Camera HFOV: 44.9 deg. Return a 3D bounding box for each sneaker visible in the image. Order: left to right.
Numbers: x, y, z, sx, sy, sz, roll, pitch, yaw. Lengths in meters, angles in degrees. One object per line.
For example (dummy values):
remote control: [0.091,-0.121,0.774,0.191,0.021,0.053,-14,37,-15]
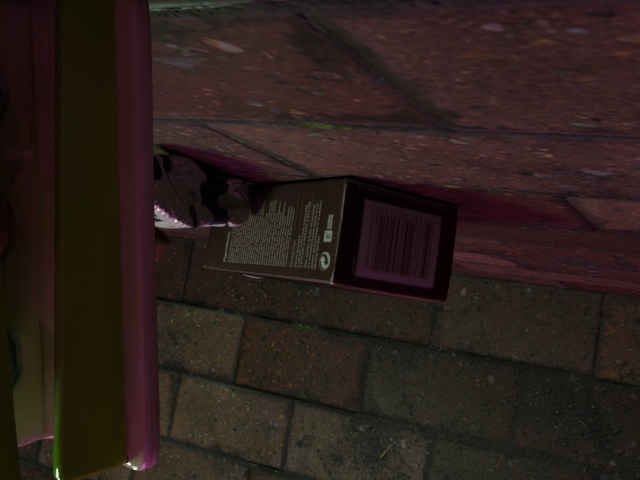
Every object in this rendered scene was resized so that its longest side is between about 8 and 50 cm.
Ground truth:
sneaker: [-0.217,-0.061,1.050,0.153,0.093,0.235,-2,-179,26]

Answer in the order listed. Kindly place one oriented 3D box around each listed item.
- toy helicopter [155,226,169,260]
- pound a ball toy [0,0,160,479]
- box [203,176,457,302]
toy helicopter: [-0.379,-0.057,1.106,0.355,0.140,0.235,26,-171,-36]
pound a ball toy: [-0.205,-0.023,0.385,0.136,0.318,0.208,6,-170,43]
box: [0.000,0.000,1.125,0.191,0.143,0.381,11,174,-33]
